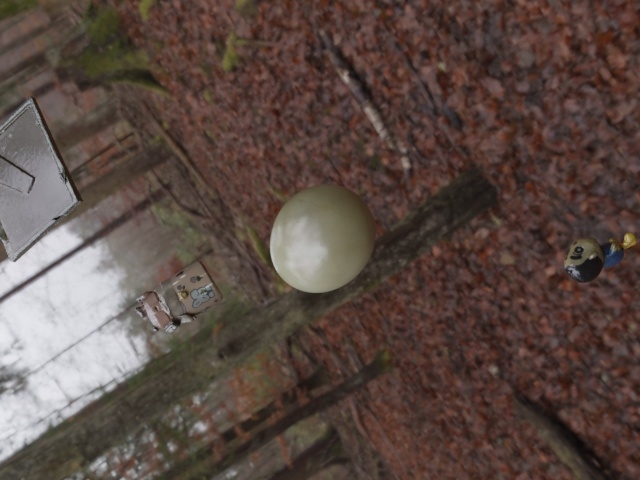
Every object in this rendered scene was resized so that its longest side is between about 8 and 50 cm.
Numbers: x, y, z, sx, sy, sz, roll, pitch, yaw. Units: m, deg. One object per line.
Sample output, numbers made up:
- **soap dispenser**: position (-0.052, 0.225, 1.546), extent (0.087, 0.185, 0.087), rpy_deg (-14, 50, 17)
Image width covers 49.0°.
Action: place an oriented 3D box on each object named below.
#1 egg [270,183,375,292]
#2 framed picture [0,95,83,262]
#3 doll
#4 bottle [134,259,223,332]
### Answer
- **egg**: position (0.000, 0.000, 1.290), extent (0.186, 0.186, 0.241), rpy_deg (55, 141, 8)
- **framed picture**: position (-0.596, -0.125, 1.400), extent (0.281, 0.209, 0.019), rpy_deg (60, -163, 22)
- **doll**: position (0.575, 0.028, 1.468), extent (0.089, 0.179, 0.102), rpy_deg (61, 154, 2)
- **bottle**: position (-0.267, 0.113, 1.316), extent (0.099, 0.152, 0.099), rpy_deg (54, 167, 19)
